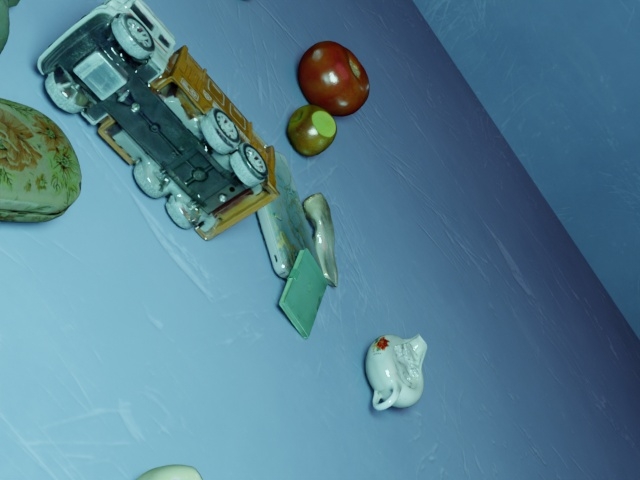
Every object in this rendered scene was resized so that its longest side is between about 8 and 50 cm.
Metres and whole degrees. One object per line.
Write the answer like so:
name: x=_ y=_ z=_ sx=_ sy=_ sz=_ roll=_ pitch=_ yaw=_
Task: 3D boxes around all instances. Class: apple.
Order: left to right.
apple: x=-0.023 y=-0.239 z=1.688 sx=0.102 sy=0.099 sz=0.114 roll=44 pitch=57 yaw=-16

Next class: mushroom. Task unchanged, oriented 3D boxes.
mushroom: x=0.002 y=0.001 z=1.562 sx=0.059 sy=0.054 sz=0.202 roll=13 pitch=58 yaw=-48

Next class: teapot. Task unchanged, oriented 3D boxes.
teapot: x=0.140 y=0.259 z=1.495 sx=0.145 sy=0.092 sz=0.226 roll=51 pitch=30 yaw=-11

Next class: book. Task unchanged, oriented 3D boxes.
book: x=-0.030 y=0.092 z=1.399 sx=0.103 sy=0.017 sz=0.135 roll=58 pitch=37 yaw=-35

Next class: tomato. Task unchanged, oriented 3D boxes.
tomato: x=0.029 y=-0.386 z=1.870 sx=0.195 sy=0.136 sz=0.195 roll=43 pitch=32 yaw=-35

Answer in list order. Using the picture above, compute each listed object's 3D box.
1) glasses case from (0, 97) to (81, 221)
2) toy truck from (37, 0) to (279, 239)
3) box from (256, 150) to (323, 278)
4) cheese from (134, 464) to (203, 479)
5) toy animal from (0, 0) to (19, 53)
glasses case: x=-0.449 y=-0.106 z=0.851 sx=0.425 sy=0.098 sz=0.156 roll=5 pitch=55 yaw=-57
toy truck: x=-0.238 y=-0.205 z=1.227 sx=0.387 sy=0.173 sz=0.207 roll=48 pitch=23 yaw=-27
box: x=-0.077 y=-0.055 z=1.486 sx=0.142 sy=0.044 sz=0.285 roll=16 pitch=51 yaw=-58
cheese: x=-0.194 y=0.346 z=0.879 sx=0.249 sy=0.071 sz=0.163 roll=5 pitch=59 yaw=-58
toy animal: x=-0.467 y=-0.313 z=1.042 sx=0.108 sy=0.138 sz=0.236 roll=2 pitch=27 yaw=-15
